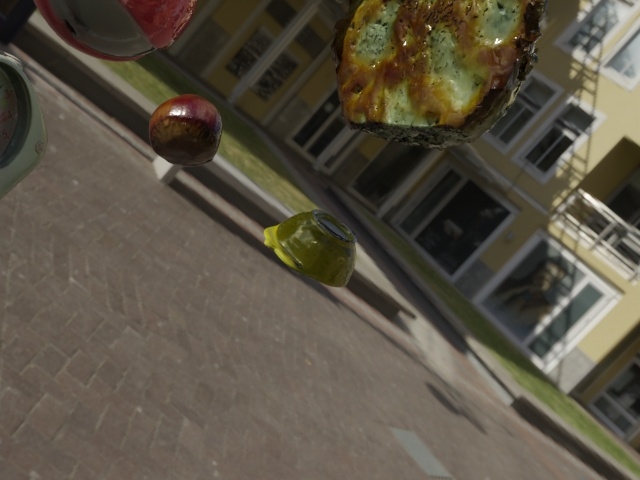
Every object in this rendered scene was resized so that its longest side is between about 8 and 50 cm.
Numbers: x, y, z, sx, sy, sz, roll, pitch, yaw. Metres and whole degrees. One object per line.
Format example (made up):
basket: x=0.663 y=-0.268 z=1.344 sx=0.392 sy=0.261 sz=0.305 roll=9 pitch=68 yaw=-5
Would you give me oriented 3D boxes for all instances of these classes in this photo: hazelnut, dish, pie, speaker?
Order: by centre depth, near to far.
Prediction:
pie: x=0.150 y=-0.263 z=0.911 sx=0.103 sy=0.288 sz=0.355 roll=18 pitch=-6 yaw=-41
dish: x=0.000 y=0.000 z=1.216 sx=0.208 sy=0.080 sz=0.149 roll=16 pitch=28 yaw=-50
speaker: x=-0.356 y=-0.464 z=1.290 sx=0.294 sy=0.294 sz=0.294 roll=41 pitch=7 yaw=-6
hazelnut: x=-0.347 y=-0.300 z=1.913 sx=0.208 sy=0.208 sz=0.208 roll=41 pitch=7 yaw=-6

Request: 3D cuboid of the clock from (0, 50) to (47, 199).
clock: x=-0.381 y=-0.141 z=0.805 sx=0.062 sy=0.191 sz=0.151 roll=11 pitch=41 yaw=15

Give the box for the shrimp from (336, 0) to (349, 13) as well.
shrimp: x=0.099 y=-0.518 z=1.384 sx=0.049 sy=0.166 sz=0.161 roll=-113 pitch=-162 yaw=-57
